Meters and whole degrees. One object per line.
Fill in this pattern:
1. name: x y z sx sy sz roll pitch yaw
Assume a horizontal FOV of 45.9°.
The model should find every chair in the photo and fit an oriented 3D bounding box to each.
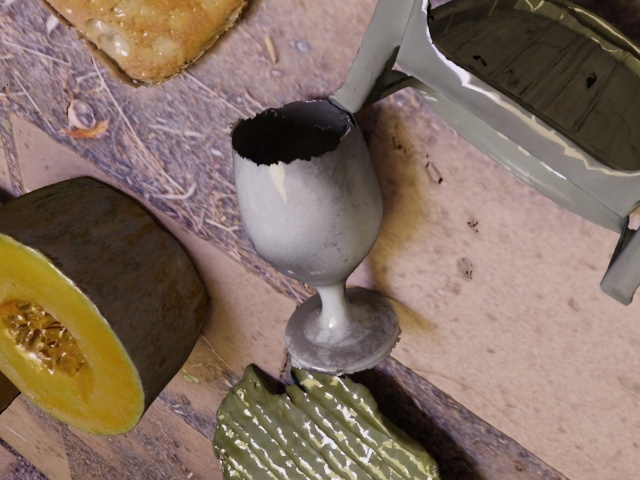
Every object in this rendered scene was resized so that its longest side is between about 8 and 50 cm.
1. chair: 0.141 -0.097 0.415 0.203 0.190 0.274 38 135 10

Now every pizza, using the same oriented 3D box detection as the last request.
1. pizza: -0.148 -0.231 0.632 0.204 0.080 0.188 -14 138 38

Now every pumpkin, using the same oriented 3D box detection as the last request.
1. pumpkin: -0.307 0.066 0.979 0.332 0.199 0.332 18 134 20

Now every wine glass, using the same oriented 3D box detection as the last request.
1. wine glass: 0.000 0.000 0.667 0.126 0.126 0.241 17 137 31

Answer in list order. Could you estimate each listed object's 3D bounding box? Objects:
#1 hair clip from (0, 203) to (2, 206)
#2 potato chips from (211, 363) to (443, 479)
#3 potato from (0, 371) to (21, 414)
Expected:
1. hair clip: -0.526 -0.083 1.132 0.292 0.084 0.106 46 161 -10
2. potato chips: 0.038 0.314 0.956 0.389 0.097 0.373 50 137 -5
3. potato: -0.672 0.140 1.398 0.397 0.290 0.296 -125 48 -57
